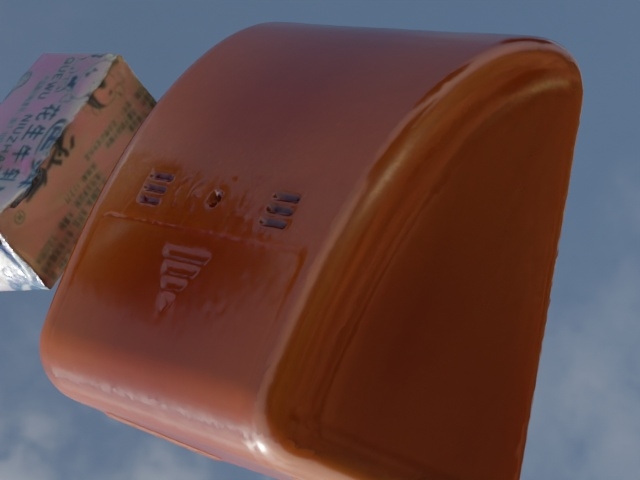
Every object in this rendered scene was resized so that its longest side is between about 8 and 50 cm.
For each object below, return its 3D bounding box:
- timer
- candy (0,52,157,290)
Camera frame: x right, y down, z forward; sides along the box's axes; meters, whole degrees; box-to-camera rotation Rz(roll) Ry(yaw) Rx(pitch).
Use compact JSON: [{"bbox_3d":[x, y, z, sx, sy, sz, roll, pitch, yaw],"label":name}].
[{"bbox_3d":[0.000,0.000,1.001,0.161,0.257,0.250,28,-101,-39],"label":"timer"},{"bbox_3d":[-0.173,-0.045,1.213,0.073,0.092,0.160,53,-124,-34],"label":"candy"}]
